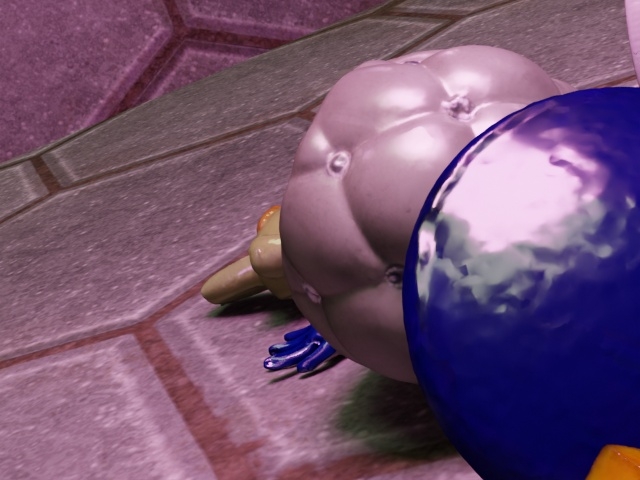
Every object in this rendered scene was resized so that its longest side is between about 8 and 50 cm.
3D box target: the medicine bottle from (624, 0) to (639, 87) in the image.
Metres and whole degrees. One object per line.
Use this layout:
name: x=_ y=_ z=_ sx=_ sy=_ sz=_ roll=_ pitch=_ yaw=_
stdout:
medicine bottle: x=0.416 y=-0.178 z=0.945 sx=0.306 sy=0.245 sz=0.245 roll=-11 pitch=20 yaw=32

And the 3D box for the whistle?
whistle: x=0.000 y=-0.011 z=1.108 sx=0.294 sy=0.141 sz=0.141 roll=-6 pitch=23 yaw=40

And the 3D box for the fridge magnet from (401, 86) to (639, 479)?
fridge magnet: x=0.174 y=0.037 z=0.643 sx=0.265 sy=0.265 sz=0.112 roll=-26 pitch=-23 yaw=-14

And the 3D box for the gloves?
gloves: x=-0.009 y=0.088 z=1.003 sx=0.086 sy=0.026 sz=0.064 roll=-14 pitch=21 yaw=20

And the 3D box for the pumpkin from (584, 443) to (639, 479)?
pumpkin: x=0.193 y=0.181 z=0.419 sx=0.130 sy=0.149 sz=0.254 roll=15 pitch=5 yaw=-25

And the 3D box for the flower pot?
flower pot: x=0.095 y=-0.012 z=0.833 sx=0.195 sy=0.246 sz=0.246 roll=21 pitch=36 yaw=23
